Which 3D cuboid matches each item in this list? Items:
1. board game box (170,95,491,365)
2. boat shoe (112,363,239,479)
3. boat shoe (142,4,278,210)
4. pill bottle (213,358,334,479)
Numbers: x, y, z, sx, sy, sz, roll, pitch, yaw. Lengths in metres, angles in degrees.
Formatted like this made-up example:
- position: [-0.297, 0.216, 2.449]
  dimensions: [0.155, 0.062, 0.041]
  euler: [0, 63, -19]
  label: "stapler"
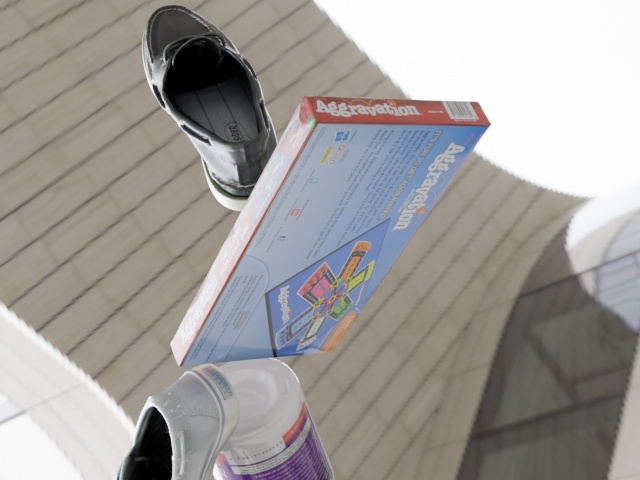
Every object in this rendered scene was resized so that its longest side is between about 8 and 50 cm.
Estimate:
- position: [0.000, 0.000, 0.956]
  dimensions: [0.145, 0.281, 0.027]
  euler: [-1, -128, -31]
  label: "board game box"
- position: [-0.136, 0.190, 1.084]
  dimensions: [0.081, 0.227, 0.079]
  euler: [-21, -122, -37]
  label: "boat shoe"
- position: [-0.139, -0.192, 1.559]
  dimensions: [0.127, 0.113, 0.340]
  euler: [-16, -126, -7]
  label: "boat shoe"
- position: [-0.047, 0.211, 1.224]
  dimensions: [0.108, 0.108, 0.193]
  euler: [-64, -33, -41]
  label: "pill bottle"
